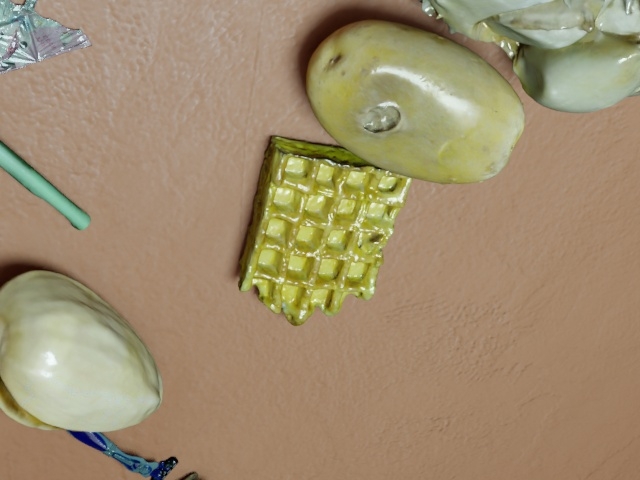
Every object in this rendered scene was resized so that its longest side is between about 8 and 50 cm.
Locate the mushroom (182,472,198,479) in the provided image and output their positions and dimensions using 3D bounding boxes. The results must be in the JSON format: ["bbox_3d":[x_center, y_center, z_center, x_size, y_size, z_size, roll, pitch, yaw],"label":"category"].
[{"bbox_3d":[-0.098,0.328,1.571,0.187,0.060,0.061,15,113,-27],"label":"mushroom"}]

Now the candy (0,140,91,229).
[{"bbox_3d":[-0.366,-0.138,1.221,0.119,0.119,0.440,-40,128,7],"label":"candy"}]

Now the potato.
[{"bbox_3d":[0.095,-0.140,1.328,0.234,0.146,0.150,25,101,-11],"label":"potato"}]

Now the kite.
[{"bbox_3d":[-0.278,-0.221,1.247,0.137,0.005,0.152,26,107,-29],"label":"kite"}]

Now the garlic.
[{"bbox_3d":[0.253,-0.244,1.290,0.281,0.203,0.184,41,76,-24],"label":"garlic"}]

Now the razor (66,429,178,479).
[{"bbox_3d":[-0.233,0.242,1.499,0.155,0.028,0.044,36,103,-30],"label":"razor"}]

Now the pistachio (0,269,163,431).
[{"bbox_3d":[-0.267,0.127,1.367,0.157,0.157,0.229,-44,133,9],"label":"pistachio"}]

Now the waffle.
[{"bbox_3d":[0.000,0.000,1.422,0.161,0.055,0.210,7,115,-19],"label":"waffle"}]
